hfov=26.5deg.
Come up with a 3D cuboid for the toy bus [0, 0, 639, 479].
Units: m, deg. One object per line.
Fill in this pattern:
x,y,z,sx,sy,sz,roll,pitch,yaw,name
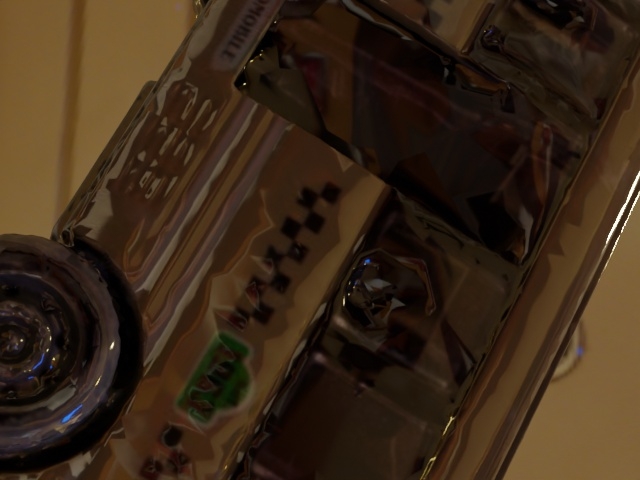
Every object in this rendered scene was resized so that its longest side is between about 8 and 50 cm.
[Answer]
0.000,0.000,0.387,0.289,0.157,0.139,-61,-175,-19,toy bus
